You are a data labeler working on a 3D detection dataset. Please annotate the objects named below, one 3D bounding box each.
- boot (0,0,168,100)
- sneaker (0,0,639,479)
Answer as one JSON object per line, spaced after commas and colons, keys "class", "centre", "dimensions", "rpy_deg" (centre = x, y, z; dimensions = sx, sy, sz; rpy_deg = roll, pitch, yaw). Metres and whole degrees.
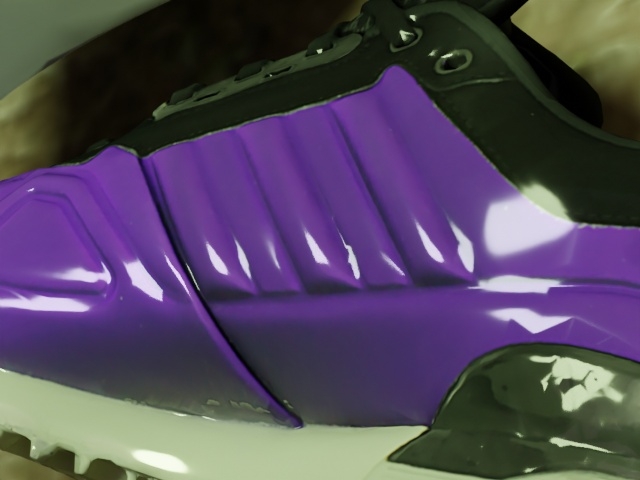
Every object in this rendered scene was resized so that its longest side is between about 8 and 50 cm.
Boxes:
{"class": "boot", "centre": [-0.124, -0.082, 0.460], "dimensions": [0.258, 0.095, 0.123], "rpy_deg": [-26, 27, -15]}
{"class": "sneaker", "centre": [0.001, 0.000, 0.401], "dimensions": [0.293, 0.102, 0.146], "rpy_deg": [10, 75, 31]}
